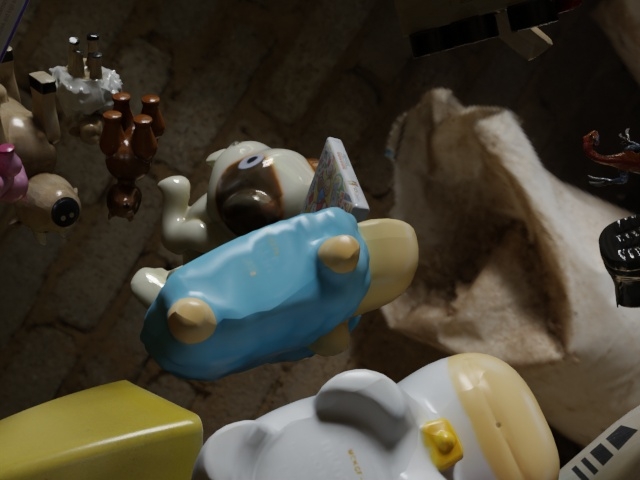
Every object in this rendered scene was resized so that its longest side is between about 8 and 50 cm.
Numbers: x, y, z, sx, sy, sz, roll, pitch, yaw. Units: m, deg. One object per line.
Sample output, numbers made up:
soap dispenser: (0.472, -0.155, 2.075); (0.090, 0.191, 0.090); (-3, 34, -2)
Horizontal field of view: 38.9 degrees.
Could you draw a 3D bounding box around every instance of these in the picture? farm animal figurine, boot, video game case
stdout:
farm animal figurine: (-0.342, -0.080, 0.970); (0.327, 0.330, 0.172); (52, 144, 46)
boot: (0.413, 0.017, 0.996); (0.197, 0.137, 0.077); (-7, 57, 19)
video game case: (0.000, 0.000, 1.251); (0.206, 0.026, 0.227); (-107, 34, -58)

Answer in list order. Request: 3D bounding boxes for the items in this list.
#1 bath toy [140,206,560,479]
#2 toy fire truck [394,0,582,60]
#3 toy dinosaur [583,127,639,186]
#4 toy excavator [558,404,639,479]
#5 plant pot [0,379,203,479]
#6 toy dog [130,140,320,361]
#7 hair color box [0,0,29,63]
bath toy: (0.045, 0.163, 0.331); (0.129, 0.151, 0.348); (106, 146, -63)
toy fire truck: (0.245, -0.303, 1.157); (0.217, 0.159, 0.246); (-7, 12, 41)
toy dinosaur: (0.250, -0.068, 0.710); (0.090, 0.082, 0.047); (-1, 85, 62)
toy excavator: (0.182, 0.227, 0.754); (0.445, 0.222, 0.433); (-40, 11, -18)
plant pot: (-0.244, 0.265, 0.881); (0.212, 0.187, 0.212); (5, 95, 58)
toy dog: (-0.134, 0.005, 1.623); (0.395, 0.284, 0.408); (51, 139, 27)
hair color box: (-0.360, -0.222, 0.589); (0.185, 0.338, 0.110); (-62, 26, 7)
